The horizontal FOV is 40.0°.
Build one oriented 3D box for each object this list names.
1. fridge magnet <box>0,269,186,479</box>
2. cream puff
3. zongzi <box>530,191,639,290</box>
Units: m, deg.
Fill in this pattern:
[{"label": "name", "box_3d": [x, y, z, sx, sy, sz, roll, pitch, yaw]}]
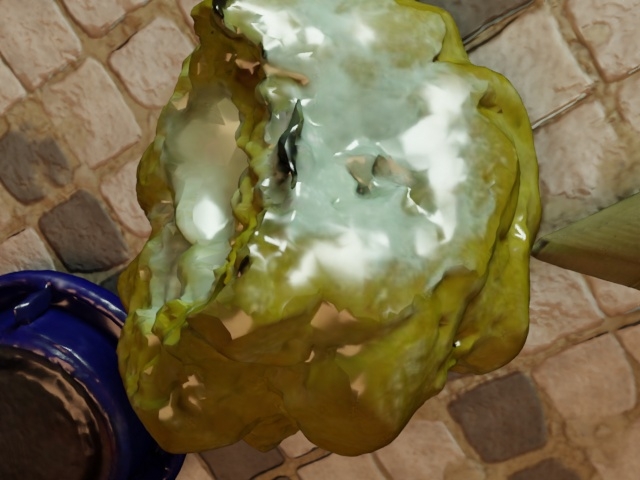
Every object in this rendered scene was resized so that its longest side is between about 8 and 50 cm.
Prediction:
[{"label": "fridge magnet", "box_3d": [-0.248, 0.154, 0.827, 0.265, 0.112, 0.265, 7, 114, 17]}, {"label": "cream puff", "box_3d": [0.005, -0.006, 0.624, 0.274, 0.323, 0.270, 9, 158, -16]}, {"label": "zongzi", "box_3d": [0.310, -0.076, 0.550, 0.317, 0.154, 0.289, 14, 107, 18]}]
